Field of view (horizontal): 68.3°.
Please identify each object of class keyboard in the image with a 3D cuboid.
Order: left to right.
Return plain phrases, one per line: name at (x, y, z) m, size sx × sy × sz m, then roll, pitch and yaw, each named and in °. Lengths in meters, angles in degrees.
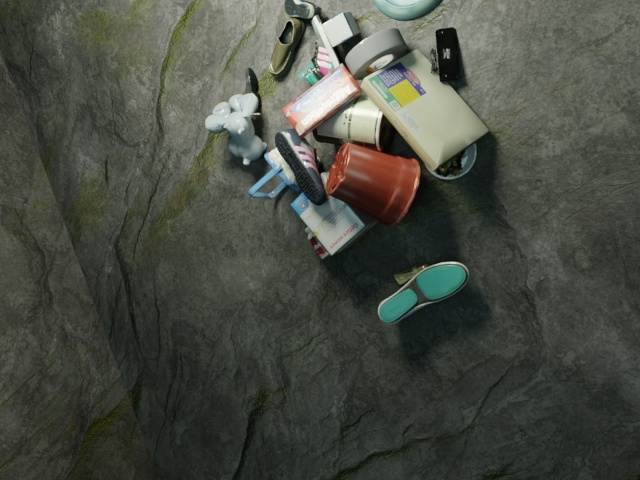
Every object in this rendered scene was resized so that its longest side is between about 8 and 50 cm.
keyboard at (0.442, -0.664, 1.697) m, size 0.100 × 0.038 × 0.191 m, roll -4°, pitch 87°, yaw 5°

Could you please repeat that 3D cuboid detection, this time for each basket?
basket at (-0.152, -0.278, 1.956) m, size 0.289 × 0.255 × 0.201 m, roll -37°, pitch 86°, yaw 16°

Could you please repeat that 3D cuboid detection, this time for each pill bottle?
pill bottle at (0.000, 0.000, 2.033) m, size 0.086 × 0.086 × 0.152 m, roll -37°, pitch 83°, yaw 28°

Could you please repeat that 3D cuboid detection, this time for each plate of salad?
plate of salad at (0.476, -0.325, 1.751) m, size 0.200 × 0.048 × 0.199 m, roll 6°, pitch 103°, yaw 25°

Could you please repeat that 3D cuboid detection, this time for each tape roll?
tape roll at (0.203, -0.674, 1.716) m, size 0.219 × 0.219 × 0.072 m, roll -27°, pitch 88°, yaw 28°

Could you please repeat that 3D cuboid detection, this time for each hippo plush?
hippo plush at (-0.318, -0.476, 2.040) m, size 0.294 × 0.234 × 0.236 m, roll 20°, pitch 154°, yaw 37°

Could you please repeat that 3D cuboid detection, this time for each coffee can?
coffee can at (0.131, -0.457, 1.806) m, size 0.276 × 0.201 × 0.201 m, roll 15°, pitch 107°, yaw 23°

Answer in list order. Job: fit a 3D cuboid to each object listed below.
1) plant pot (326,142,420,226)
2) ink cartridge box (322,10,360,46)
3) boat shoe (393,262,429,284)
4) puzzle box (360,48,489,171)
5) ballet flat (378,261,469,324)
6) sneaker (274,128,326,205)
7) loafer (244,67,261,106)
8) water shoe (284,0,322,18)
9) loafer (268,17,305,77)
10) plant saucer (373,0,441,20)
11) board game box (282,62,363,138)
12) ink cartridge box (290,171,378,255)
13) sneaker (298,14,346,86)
plant pot at (0.179, -0.220, 1.734) m, size 0.265 × 0.272 × 0.272 m, roll 19°, pitch 113°, yaw -17°
ink cartridge box at (0.084, -0.809, 1.800) m, size 0.092 × 0.143 × 0.089 m, roll -19°, pitch 109°, yaw 28°
boat shoe at (0.365, 0.126, 1.897) m, size 0.153 × 0.056 × 0.048 m, roll -35°, pitch 89°, yaw 35°
puzzle box at (0.370, -0.469, 1.671) m, size 0.408 × 0.272 × 0.052 m, roll 53°, pitch 160°, yaw 8°
ballet flat at (0.403, 0.199, 1.853) m, size 0.400 × 0.139 × 0.139 m, roll -36°, pitch 84°, yaw 23°
sneaker at (-0.042, -0.288, 1.783) m, size 0.318 × 0.131 × 0.112 m, roll 61°, pitch 146°, yaw 2°
loafer at (-0.309, -0.666, 2.063) m, size 0.061 × 0.062 × 0.169 m, roll -4°, pitch 98°, yaw 32°
water shoe at (-0.071, -0.925, 1.888) m, size 0.203 × 0.080 × 0.072 m, roll 46°, pitch 133°, yaw 39°
loafer at (-0.155, -0.799, 1.941) m, size 0.094 × 0.087 × 0.251 m, roll 33°, pitch 113°, yaw 17°
plant saucer at (0.318, -0.968, 1.699) m, size 0.318 × 0.044 × 0.317 m, roll 5°, pitch 102°, yaw 26°
board game box at (0.005, -0.515, 1.743) m, size 0.281 × 0.027 × 0.145 m, roll -35°, pitch 69°, yaw 9°
ink cartridge box at (0.066, -0.114, 1.913) m, size 0.198 × 0.197 × 0.270 m, roll -43°, pitch 80°, yaw 26°
sneaker at (-0.014, -0.715, 1.868) m, size 0.179 × 0.124 × 0.295 m, roll -20°, pitch 98°, yaw 21°
